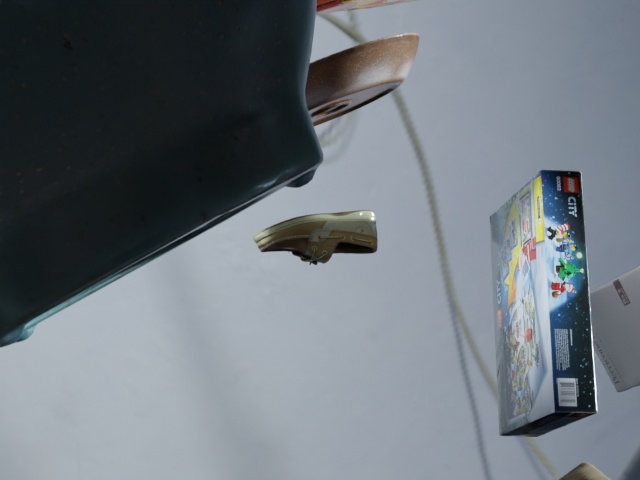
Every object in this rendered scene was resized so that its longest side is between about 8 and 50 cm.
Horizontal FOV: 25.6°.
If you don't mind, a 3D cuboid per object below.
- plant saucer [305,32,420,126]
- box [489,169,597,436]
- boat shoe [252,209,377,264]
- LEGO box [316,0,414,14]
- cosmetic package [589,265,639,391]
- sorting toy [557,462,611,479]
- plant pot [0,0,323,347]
[{"bbox_3d":[0.004,-0.134,1.284,0.198,0.198,0.036,-21,89,-18],"label":"plant saucer"},{"bbox_3d":[0.214,0.065,1.371,0.044,0.159,0.233,2,74,-10],"label":"box"},{"bbox_3d":[0.000,0.000,1.361,0.135,0.050,0.045,-9,78,-29],"label":"boat shoe"},{"bbox_3d":[0.244,-0.378,1.344,0.372,0.500,0.193,-17,96,-46],"label":"LEGO box"},{"bbox_3d":[0.360,0.076,1.465,0.085,0.231,0.117,-25,81,-20],"label":"cosmetic package"},{"bbox_3d":[0.298,0.401,1.526,0.257,0.255,0.089,-25,141,-39],"label":"sorting toy"},{"bbox_3d":[-0.118,-0.068,0.490,0.293,0.293,0.196,-29,92,-14],"label":"plant pot"}]
